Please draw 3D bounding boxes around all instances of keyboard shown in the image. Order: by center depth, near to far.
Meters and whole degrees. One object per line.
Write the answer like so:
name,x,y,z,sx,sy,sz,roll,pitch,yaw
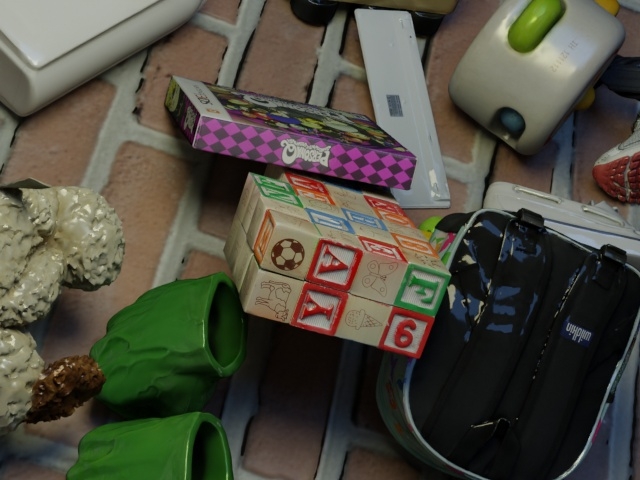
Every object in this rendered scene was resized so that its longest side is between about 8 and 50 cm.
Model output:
keyboard,0.094,-0.155,1.738,0.072,0.014,0.256,-3,68,-19

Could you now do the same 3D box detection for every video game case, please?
video game case,-0.036,-0.115,1.584,0.232,0.041,0.210,10,14,-16

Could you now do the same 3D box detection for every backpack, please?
backpack,0.174,0.114,1.481,0.225,0.191,0.253,23,77,-13

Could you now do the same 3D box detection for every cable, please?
cable,0.423,-0.200,1.864,0.185,0.047,0.150,5,15,21

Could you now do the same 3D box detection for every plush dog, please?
plush dog,-0.308,0.068,1.313,0.263,0.210,0.225,-4,88,3

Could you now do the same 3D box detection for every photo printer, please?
photo printer,-0.283,-0.297,1.635,0.256,0.107,0.307,45,52,11

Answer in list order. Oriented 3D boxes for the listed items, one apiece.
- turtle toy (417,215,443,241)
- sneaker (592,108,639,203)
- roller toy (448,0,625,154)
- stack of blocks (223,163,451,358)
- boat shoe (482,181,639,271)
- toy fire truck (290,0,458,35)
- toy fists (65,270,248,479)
turtle toy,0.134,0.026,1.619,0.095,0.066,0.130,10,54,-19
sneaker,0.407,-0.117,1.839,0.225,0.088,0.093,-25,49,-34
roller toy,0.257,-0.203,1.752,0.146,0.191,0.209,38,30,7
stack of blocks,0.000,0.000,1.463,0.171,0.087,0.297,16,15,-14
boat shoe,0.307,-0.002,1.702,0.268,0.096,0.088,12,58,-5
toy fire truck,0.057,-0.394,1.838,0.217,0.158,0.246,3,45,-21
toy fists,-0.147,0.159,1.364,0.096,0.142,0.279,48,36,-45
